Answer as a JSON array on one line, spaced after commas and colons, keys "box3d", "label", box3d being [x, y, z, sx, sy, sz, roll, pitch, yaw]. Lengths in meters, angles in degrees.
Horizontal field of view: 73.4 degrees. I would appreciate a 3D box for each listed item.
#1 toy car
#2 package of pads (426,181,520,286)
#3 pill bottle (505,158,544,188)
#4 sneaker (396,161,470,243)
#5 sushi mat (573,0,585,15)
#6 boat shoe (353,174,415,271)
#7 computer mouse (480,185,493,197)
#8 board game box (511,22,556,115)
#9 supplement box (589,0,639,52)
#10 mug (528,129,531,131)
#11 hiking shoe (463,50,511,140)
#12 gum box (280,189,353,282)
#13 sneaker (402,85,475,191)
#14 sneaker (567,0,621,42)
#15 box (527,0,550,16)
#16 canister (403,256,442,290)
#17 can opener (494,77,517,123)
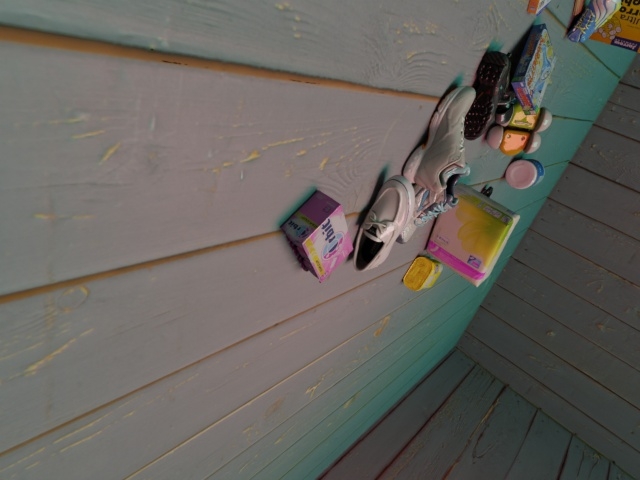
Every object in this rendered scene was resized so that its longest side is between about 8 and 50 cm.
[{"box3d": [0.623, -0.370, 1.364, 0.136, 0.159, 0.181, -76, 175, -48], "label": "toy car"}, {"box3d": [0.493, -0.021, 1.434, 0.101, 0.229, 0.296, -30, 145, -33], "label": "package of pads"}, {"box3d": [0.896, -0.292, 1.865, 0.222, 0.124, 0.124, -17, 134, -51], "label": "pill bottle"}, {"box3d": [0.288, -0.104, 1.139, 0.110, 0.122, 0.282, 0, 121, -56], "label": "sneaker"}, {"box3d": [0.797, -0.817, 1.242, 0.151, 0.019, 0.316, -56, 152, 2], "label": "sushi mat"}, {"box3d": [0.140, -0.032, 1.033, 0.088, 0.096, 0.267, -32, 153, -44], "label": "boat shoe"}, {"box3d": [0.591, -0.087, 1.692, 0.272, 0.072, 0.188, -47, 152, -40], "label": "computer mouse"}, {"box3d": [0.594, -0.472, 1.193, 0.136, 0.035, 0.201, 37, 72, -42], "label": "board game box"}, {"box3d": [1.098, -0.866, 1.460, 0.195, 0.194, 0.356, -50, 152, -9], "label": "supplement box"}, {"box3d": [0.724, -0.395, 1.572, 0.064, 0.078, 0.062, 103, 2, -51], "label": "mug"}, {"box3d": [0.443, -0.370, 1.120, 0.114, 0.086, 0.226, -22, 137, -41], "label": "hiking shoe"}, {"box3d": [0.000, 0.000, 0.874, 0.107, 0.062, 0.188, -46, 151, -14], "label": "gum box"}, {"box3d": [0.315, -0.236, 1.036, 0.099, 0.121, 0.262, 2, 120, -58], "label": "sneaker"}, {"box3d": [0.868, -0.700, 1.374, 0.126, 0.091, 0.240, -58, 166, 20], "label": "sneaker"}, {"box3d": [0.559, -0.636, 1.069, 0.081, 0.028, 0.136, -43, 153, -20], "label": "box"}, {"box3d": [0.386, 0.124, 1.597, 0.126, 0.073, 0.170, -60, 153, 12], "label": "canister"}, {"box3d": [0.558, -0.423, 1.250, 0.280, 0.074, 0.093, -37, 131, -33], "label": "can opener"}]
